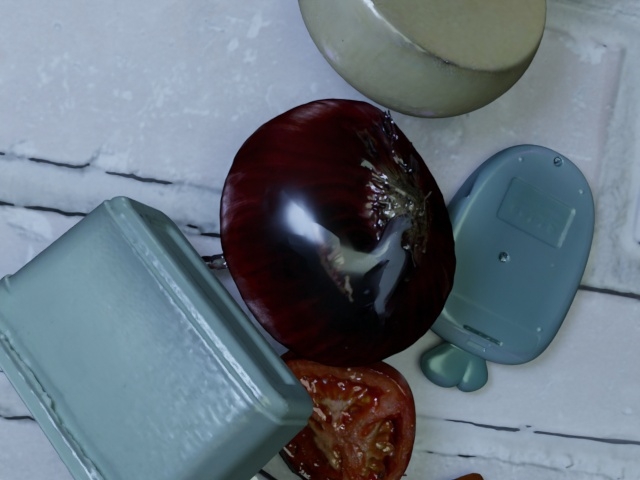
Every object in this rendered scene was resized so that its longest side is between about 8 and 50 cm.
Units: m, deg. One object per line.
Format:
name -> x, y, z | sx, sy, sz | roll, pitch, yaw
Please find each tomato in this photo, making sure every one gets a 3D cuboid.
tomato -> 0.024, 0.191, 1.233 | 0.167, 0.082, 0.174 | 10, 113, 11

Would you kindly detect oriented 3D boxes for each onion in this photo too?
onion -> 0.000, 0.000, 1.174 | 0.273, 0.285, 0.273 | 21, 60, -41

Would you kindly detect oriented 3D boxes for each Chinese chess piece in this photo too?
Chinese chess piece -> 0.105, -0.252, 1.167 | 0.273, 0.102, 0.273 | 13, 61, -24

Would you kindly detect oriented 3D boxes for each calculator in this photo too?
calculator -> 0.207, 0.034, 1.294 | 0.186, 0.041, 0.298 | 28, 85, -15

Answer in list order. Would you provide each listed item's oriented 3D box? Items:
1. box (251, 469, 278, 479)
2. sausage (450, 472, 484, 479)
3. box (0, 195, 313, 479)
box -> -0.080, 0.330, 1.207 | 0.265, 0.097, 0.168 | 39, 84, -13
sausage -> 0.127, 0.302, 1.289 | 0.131, 0.041, 0.039 | -19, 120, -12
box -> -0.158, 0.114, 1.063 | 0.182, 0.175, 0.312 | -41, 73, 7
